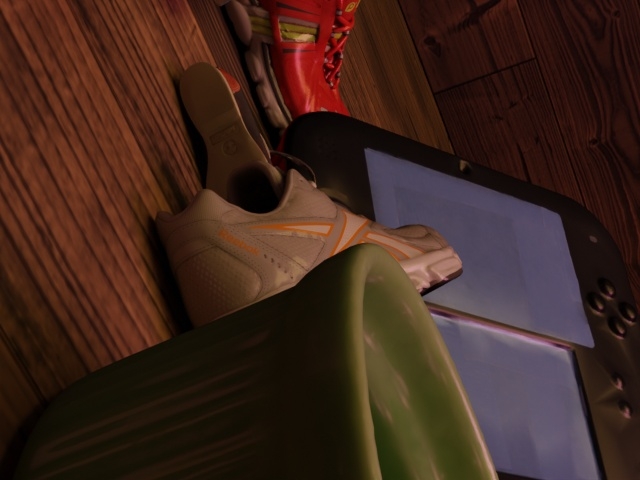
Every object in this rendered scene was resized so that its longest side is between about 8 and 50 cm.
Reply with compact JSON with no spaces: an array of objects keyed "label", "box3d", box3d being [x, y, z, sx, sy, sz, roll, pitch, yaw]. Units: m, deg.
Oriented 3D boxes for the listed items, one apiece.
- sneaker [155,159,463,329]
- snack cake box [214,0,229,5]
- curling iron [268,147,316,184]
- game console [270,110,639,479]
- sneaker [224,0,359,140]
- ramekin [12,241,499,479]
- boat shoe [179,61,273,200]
[{"label":"sneaker","box3d":[0.000,0.000,0.762,0.262,0.099,0.121,-15,77,-60]},{"label":"snack cake box","box3d":[-0.025,-0.302,0.933,0.152,0.089,0.264,56,40,-9]},{"label":"curling iron","box3d":[-0.009,0.049,0.834,0.068,0.035,0.274,-1,60,-30]},{"label":"game console","box3d":[0.135,0.071,0.992,0.386,0.060,0.342,16,45,-31]},{"label":"sneaker","box3d":[-0.010,-0.184,1.055,0.107,0.118,0.279,-75,144,-67]},{"label":"ramekin","box3d":[-0.001,0.166,0.493,0.303,0.148,0.304,-18,90,-78]},{"label":"boat shoe","box3d":[-0.058,-0.056,0.824,0.043,0.049,0.137,29,39,-76]}]
